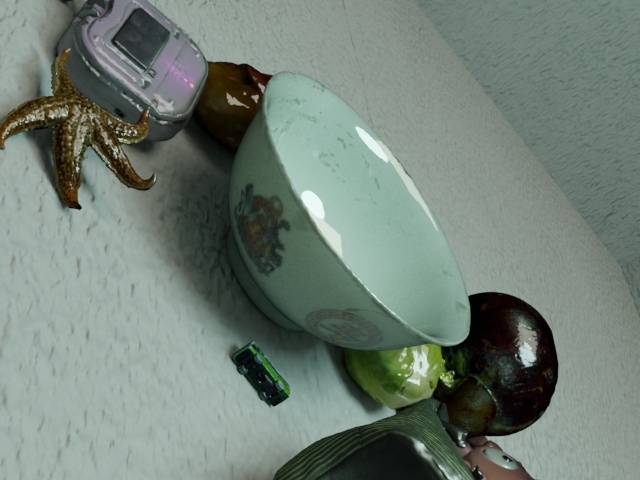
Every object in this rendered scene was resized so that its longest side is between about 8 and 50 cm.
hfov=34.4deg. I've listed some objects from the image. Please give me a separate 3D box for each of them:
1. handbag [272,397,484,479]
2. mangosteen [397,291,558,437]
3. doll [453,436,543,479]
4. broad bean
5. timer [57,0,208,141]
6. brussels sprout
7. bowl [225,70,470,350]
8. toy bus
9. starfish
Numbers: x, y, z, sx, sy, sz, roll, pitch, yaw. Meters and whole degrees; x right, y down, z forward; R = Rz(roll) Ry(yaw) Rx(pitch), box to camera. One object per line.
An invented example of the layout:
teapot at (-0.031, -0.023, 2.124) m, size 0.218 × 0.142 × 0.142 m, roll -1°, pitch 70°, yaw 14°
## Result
handbag at (0.116, 0.338, 1.133) m, size 0.341 × 0.247 × 0.240 m, roll 52°, pitch 20°, yaw 4°
mangosteen at (0.237, 0.199, 1.625) m, size 0.289 × 0.231 × 0.231 m, roll -3°, pitch 58°, yaw -32°
doll at (0.284, 0.387, 1.621) m, size 0.211 × 0.093 × 0.262 m, roll 29°, pitch 21°, yaw -30°
broad bean at (-0.112, -0.202, 1.547) m, size 0.228 × 0.122 × 0.156 m, roll 23°, pitch 44°, yaw -61°
timer at (-0.238, -0.235, 1.350) m, size 0.191 × 0.069 × 0.208 m, roll 38°, pitch 37°, yaw -21°
brussels sprout at (0.107, 0.172, 1.509) m, size 0.155 × 0.117 × 0.155 m, roll 13°, pitch 60°, yaw -24°
bowl at (0.000, 0.000, 1.404) m, size 0.435 × 0.196 × 0.435 m, roll 45°, pitch 24°, yaw -26°
toy bus at (-0.071, 0.162, 1.265) m, size 0.083 × 0.031 × 0.037 m, roll 53°, pitch 15°, yaw -13°
starfish at (-0.276, -0.138, 1.170) m, size 0.213 × 0.057 × 0.238 m, roll 6°, pitch 56°, yaw -45°
